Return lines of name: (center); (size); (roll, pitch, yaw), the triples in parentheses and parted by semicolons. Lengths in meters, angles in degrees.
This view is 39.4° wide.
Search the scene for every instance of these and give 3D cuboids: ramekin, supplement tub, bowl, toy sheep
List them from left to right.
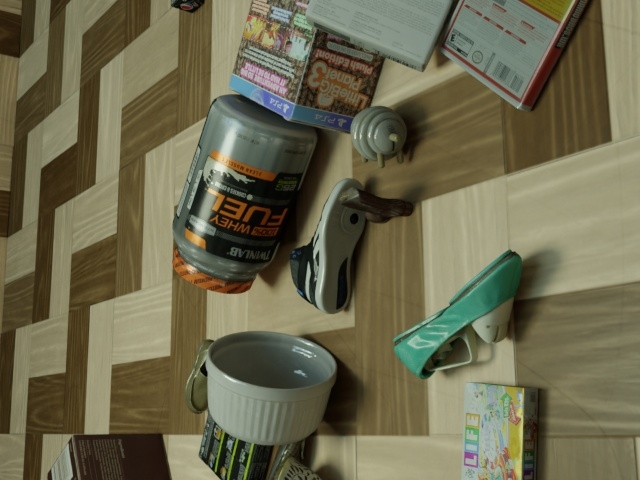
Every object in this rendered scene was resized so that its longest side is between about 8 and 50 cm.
supplement tub: (-0.142, -0.078, 1.557); (0.193, 0.193, 0.316); (45, 121, 50)
ramekin: (-0.082, 0.233, 1.407); (0.207, 0.207, 0.109); (34, 121, 53)
bowl: (-0.023, 0.421, 1.361); (0.080, 0.170, 0.170); (7, 90, 11)
toy sheep: (0.089, -0.157, 1.332); (0.132, 0.091, 0.091); (24, 103, 60)

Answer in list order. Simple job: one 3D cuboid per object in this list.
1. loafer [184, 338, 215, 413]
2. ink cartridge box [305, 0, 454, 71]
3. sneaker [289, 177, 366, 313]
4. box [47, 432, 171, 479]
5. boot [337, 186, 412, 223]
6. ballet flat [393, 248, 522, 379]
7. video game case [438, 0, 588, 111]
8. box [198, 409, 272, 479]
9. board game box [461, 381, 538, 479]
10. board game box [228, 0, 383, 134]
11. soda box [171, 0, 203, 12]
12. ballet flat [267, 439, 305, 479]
loafer: (-0.226, 0.267, 1.735); (0.050, 0.056, 0.148); (14, 95, 62)
ink cartridge box: (0.109, -0.385, 1.279); (0.066, 0.189, 0.232); (69, -135, -85)
sneaker: (0.000, 0.000, 1.433); (0.121, 0.079, 0.217); (20, 102, 54)
box: (-0.440, 0.516, 1.869); (0.168, 0.203, 0.167); (-53, 44, 36)
boot: (0.061, -0.053, 1.322); (0.106, 0.114, 0.037); (-13, 73, 54)
ballet flat: (0.191, 0.107, 1.149); (0.087, 0.083, 0.247); (56, 133, 13)
video game case: (0.270, -0.336, 1.151); (0.204, 0.025, 0.285); (52, 126, 47)
box: (-0.148, 0.343, 1.618); (0.184, 0.045, 0.191); (23, 101, 53)
board game box: (0.220, 0.256, 1.106); (0.103, 0.026, 0.154); (-7, 78, 56)
board game box: (-0.008, -0.348, 1.458); (0.232, 0.141, 0.291); (36, 114, 53)
soda box: (-0.300, -0.603, 2.012); (0.053, 0.060, 0.169); (-21, 66, 51)
ballet flat: (-0.065, 0.417, 1.477); (0.084, 0.058, 0.250); (-70, -2, -83)
